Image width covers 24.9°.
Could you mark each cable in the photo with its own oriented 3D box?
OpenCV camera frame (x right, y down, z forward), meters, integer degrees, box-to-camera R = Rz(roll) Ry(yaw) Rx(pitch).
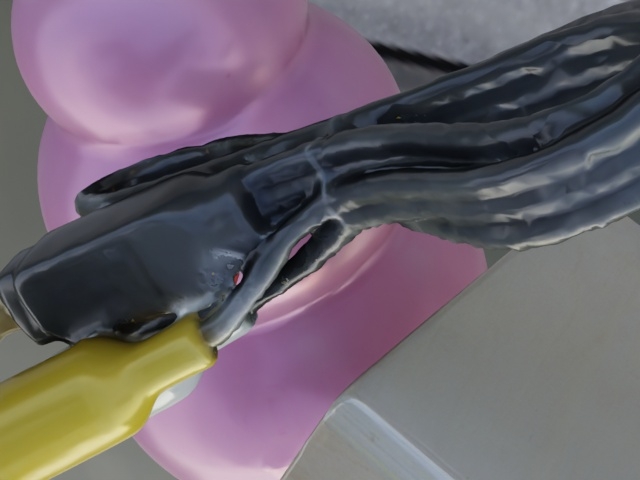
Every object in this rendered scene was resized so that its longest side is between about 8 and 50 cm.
[{"bbox_3d":[0.000,0.000,0.421,0.287,0.139,0.072,-18,111,33],"label":"cable"}]

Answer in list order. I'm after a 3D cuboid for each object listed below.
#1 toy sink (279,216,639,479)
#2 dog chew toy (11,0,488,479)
[{"bbox_3d":[0.090,0.103,0.563,0.153,0.234,0.131,39,123,11],"label":"toy sink"},{"bbox_3d":[-0.040,-0.023,0.696,0.206,0.207,0.332,1,134,28],"label":"dog chew toy"}]
